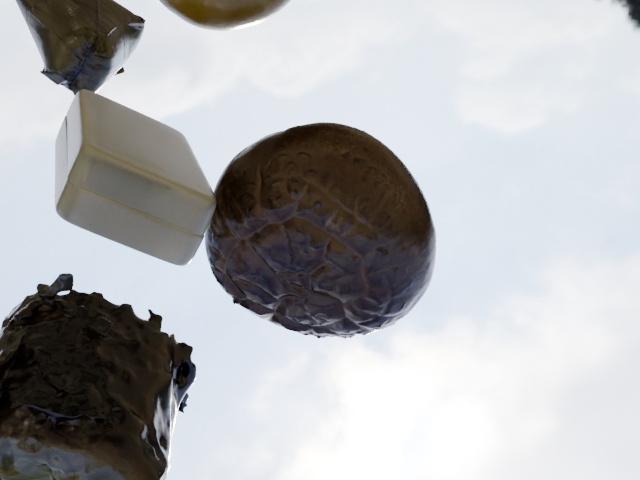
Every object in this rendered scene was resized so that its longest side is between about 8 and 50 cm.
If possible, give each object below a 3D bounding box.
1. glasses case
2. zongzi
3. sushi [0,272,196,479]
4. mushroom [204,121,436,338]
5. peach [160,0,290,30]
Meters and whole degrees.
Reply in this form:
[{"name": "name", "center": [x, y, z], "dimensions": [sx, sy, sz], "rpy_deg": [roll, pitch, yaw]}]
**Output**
[{"name": "glasses case", "center": [-0.188, -0.070, 1.095], "dimensions": [0.131, 0.070, 0.313], "rpy_deg": [23, -169, -19]}, {"name": "zongzi", "center": [-0.422, -0.345, 1.688], "dimensions": [0.289, 0.123, 0.260], "rpy_deg": [34, -160, -9]}, {"name": "sushi", "center": [-0.332, 0.243, 1.485], "dimensions": [0.299, 0.281, 0.294], "rpy_deg": [29, -143, -14]}, {"name": "mushroom", "center": [0.000, 0.000, 1.152], "dimensions": [0.253, 0.253, 0.153], "rpy_deg": [9, -137, 10]}, {"name": "peach", "center": [-0.089, -0.296, 1.106], "dimensions": [0.179, 0.179, 0.103], "rpy_deg": [-1, -154, -16]}]
